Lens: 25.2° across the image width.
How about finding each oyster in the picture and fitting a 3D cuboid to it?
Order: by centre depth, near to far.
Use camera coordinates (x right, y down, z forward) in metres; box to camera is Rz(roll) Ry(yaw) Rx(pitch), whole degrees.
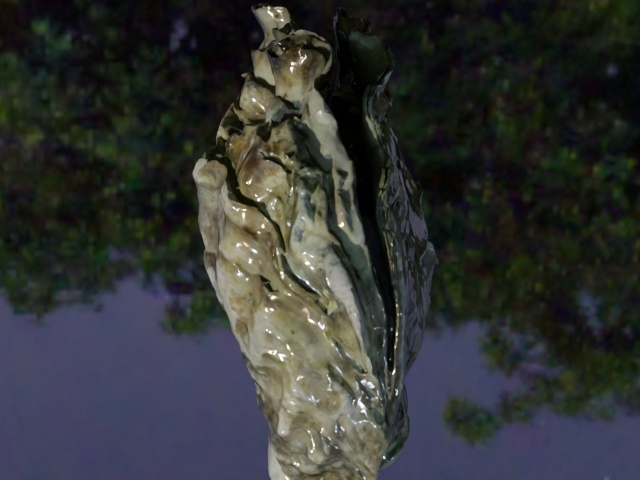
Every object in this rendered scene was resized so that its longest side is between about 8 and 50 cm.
[{"bbox_3d":[0.000,0.000,0.758,0.112,0.198,0.267,-9,-132,10],"label":"oyster"}]
